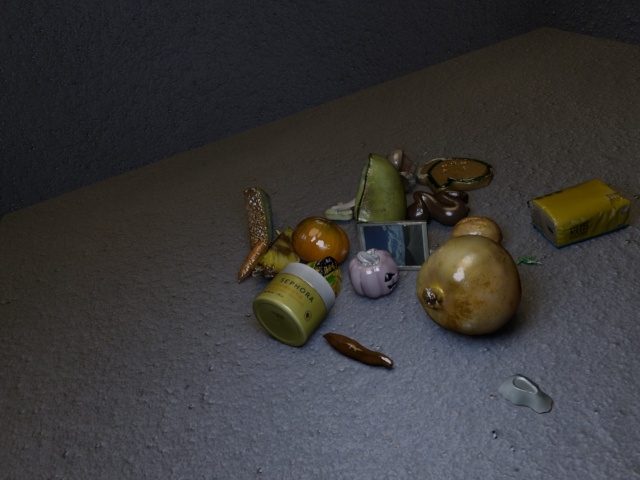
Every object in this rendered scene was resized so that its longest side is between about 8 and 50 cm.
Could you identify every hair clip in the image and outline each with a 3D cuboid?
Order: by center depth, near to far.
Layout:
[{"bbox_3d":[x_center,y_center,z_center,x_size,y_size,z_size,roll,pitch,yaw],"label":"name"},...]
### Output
[{"bbox_3d":[0.111,-0.147,2.261,0.218,0.071,0.159,-25,28,-22],"label":"hair clip"}]

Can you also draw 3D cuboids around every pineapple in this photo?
[{"bbox_3d":[-0.169,0.083,2.018,0.161,0.158,0.334,-45,13,33],"label":"pineapple"}]

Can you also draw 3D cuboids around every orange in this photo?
[{"bbox_3d":[0.000,0.000,1.959,0.240,0.171,0.240,18,14,-5],"label":"orange"}]

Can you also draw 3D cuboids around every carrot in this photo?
[{"bbox_3d":[-0.282,0.093,2.085,0.072,0.072,0.205,12,57,37],"label":"carrot"}]

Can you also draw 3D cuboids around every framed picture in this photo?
[{"bbox_3d":[0.266,0.019,1.843,0.259,0.189,0.023,-1,19,21],"label":"framed picture"}]

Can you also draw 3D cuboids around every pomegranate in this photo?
[{"bbox_3d":[0.429,0.135,1.503,0.319,0.319,0.319,-12,33,8],"label":"pomegranate"}]

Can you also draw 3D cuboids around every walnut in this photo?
[{"bbox_3d":[0.552,-0.019,1.812,0.180,0.144,0.144,3,38,35],"label":"walnut"}]

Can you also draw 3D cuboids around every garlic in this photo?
[{"bbox_3d":[0.394,-0.317,2.299,0.256,0.207,0.207,-18,33,2],"label":"garlic"}]

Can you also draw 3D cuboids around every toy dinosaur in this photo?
[{"bbox_3d":[0.701,0.071,1.716,0.062,0.021,0.083,-28,30,-4],"label":"toy dinosaur"}]

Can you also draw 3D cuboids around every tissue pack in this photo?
[{"bbox_3d":[0.898,-0.100,1.775,0.270,0.134,0.192,-18,34,-2],"label":"tissue pack"}]

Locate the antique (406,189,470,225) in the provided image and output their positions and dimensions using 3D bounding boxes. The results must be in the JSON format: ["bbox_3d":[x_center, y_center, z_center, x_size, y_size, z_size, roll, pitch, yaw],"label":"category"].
[{"bbox_3d":[0.460,-0.116,2.019,0.256,0.121,0.143,0,45,12],"label":"antique"}]

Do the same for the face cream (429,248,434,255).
[{"bbox_3d":[0.301,0.020,1.924,0.283,0.073,0.073,17,46,42],"label":"face cream"}]

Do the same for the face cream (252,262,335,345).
[{"bbox_3d":[-0.088,0.212,1.682,0.218,0.218,0.179,10,43,35],"label":"face cream"}]

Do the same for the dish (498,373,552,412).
[{"bbox_3d":[0.530,0.386,1.311,0.091,0.039,0.137,-32,35,-23],"label":"dish"}]

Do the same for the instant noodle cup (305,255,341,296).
[{"bbox_3d":[-0.007,0.137,1.837,0.122,0.151,0.151,-8,33,31],"label":"instant noodle cup"}]

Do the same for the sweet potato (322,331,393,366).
[{"bbox_3d":[0.110,0.337,1.560,0.264,0.057,0.057,18,46,36],"label":"sweet potato"}]

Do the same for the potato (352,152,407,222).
[{"bbox_3d":[0.257,-0.189,2.022,0.212,0.280,0.330,12,3,-1],"label":"potato"}]

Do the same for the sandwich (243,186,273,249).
[{"bbox_3d":[-0.268,-0.084,2.298,0.099,0.289,0.254,-9,-11,0],"label":"sandwich"}]

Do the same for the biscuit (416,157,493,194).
[{"bbox_3d":[0.583,-0.292,2.271,0.343,0.057,0.287,14,44,39],"label":"biscuit"}]

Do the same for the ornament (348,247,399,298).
[{"bbox_3d":[0.183,0.107,1.768,0.177,0.177,0.177,-12,33,8],"label":"ornament"}]
